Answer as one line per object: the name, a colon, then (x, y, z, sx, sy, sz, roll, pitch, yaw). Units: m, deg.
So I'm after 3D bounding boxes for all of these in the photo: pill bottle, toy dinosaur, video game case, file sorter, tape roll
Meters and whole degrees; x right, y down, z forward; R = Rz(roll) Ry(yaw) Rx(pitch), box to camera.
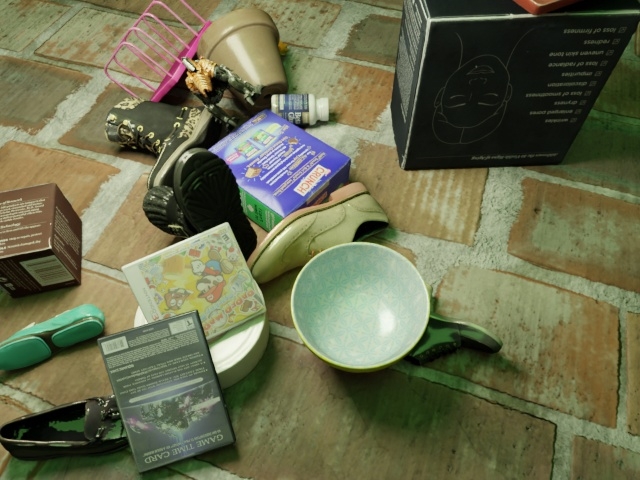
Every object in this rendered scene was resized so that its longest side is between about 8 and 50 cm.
pill bottle: (-0.061, -0.396, 1.505, 0.169, 0.094, 0.094, -2, 55, 0)
toy dinosaur: (-0.291, -0.408, 1.333, 0.218, 0.164, 0.322, 38, 35, -19)
video game case: (-0.298, 0.293, 0.968, 0.196, 0.026, 0.274, -16, 93, -5)
video game case: (-0.252, 0.101, 1.012, 0.227, 0.026, 0.206, -25, 99, -16)
file sorter: (-0.505, -0.596, 1.537, 0.182, 0.202, 0.290, 37, 53, -28)
tape roll: (-0.259, 0.188, 1.103, 0.286, 0.100, 0.286, 0, 56, 0)

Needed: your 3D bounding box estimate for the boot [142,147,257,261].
boot: (-0.306, -0.092, 1.128, 0.260, 0.348, 0.131, 26, 60, 28)

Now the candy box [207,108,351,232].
candy box: (-0.121, -0.184, 1.344, 0.317, 0.122, 0.268, 35, 61, 23)

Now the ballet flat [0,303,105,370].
ballet flat: (-0.608, 0.212, 1.112, 0.247, 0.083, 0.087, -21, 34, -13)

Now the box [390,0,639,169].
box: (0.455, -0.453, 1.310, 0.480, 0.472, 0.297, -2, 54, -1)

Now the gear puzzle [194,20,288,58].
gear puzzle: (-0.274, -0.682, 1.735, 0.339, 0.044, 0.175, 8, 63, 7)

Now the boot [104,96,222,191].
boot: (-0.469, -0.274, 1.398, 0.284, 0.138, 0.377, 13, 53, 8)

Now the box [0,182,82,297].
box: (-0.690, 0.000, 1.193, 0.167, 0.168, 0.203, -13, 56, -7)

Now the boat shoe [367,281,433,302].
boat shoe: (0.179, 0.122, 1.165, 0.170, 0.063, 0.059, 8, 50, 5)

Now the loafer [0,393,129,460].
loafer: (-0.474, 0.368, 0.981, 0.302, 0.095, 0.109, -11, 57, -7)

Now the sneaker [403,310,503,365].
sneaker: (0.275, 0.234, 1.085, 0.222, 0.083, 0.118, 14, 62, 21)

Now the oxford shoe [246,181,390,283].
oxford shoe: (0.000, 0.000, 1.208, 0.397, 0.140, 0.146, -34, 66, -20)

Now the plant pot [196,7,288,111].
plant pot: (-0.214, -0.532, 1.525, 0.263, 0.263, 0.229, -25, 78, -15)

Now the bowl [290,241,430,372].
bowl: (0.083, 0.164, 1.078, 0.289, 0.156, 0.289, -1, 56, 2)

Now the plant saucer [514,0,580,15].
plant saucer: (0.490, -0.587, 1.088, 0.258, 0.048, 0.259, -22, 56, -14)
